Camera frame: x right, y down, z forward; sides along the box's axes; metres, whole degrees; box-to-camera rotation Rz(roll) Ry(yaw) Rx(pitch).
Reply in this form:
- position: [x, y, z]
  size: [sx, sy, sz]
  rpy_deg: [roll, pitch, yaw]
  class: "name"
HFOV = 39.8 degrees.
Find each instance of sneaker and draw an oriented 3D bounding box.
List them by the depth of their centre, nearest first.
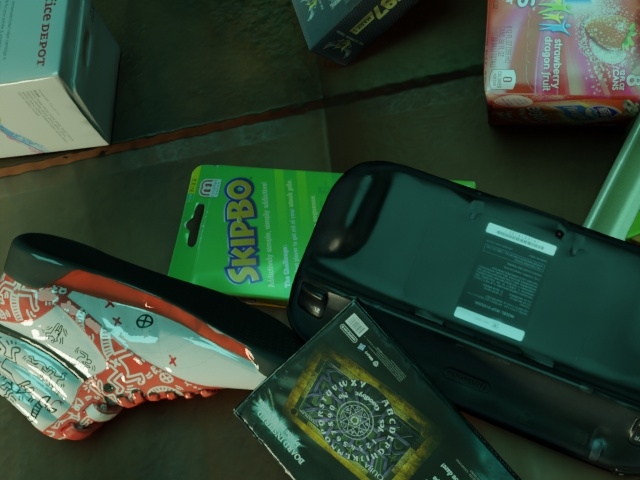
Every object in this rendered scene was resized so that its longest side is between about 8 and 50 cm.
- position: [-0.146, 0.105, 0.731]
  size: [0.270, 0.090, 0.145]
  rpy_deg: [21, 103, 2]
  class: "sneaker"

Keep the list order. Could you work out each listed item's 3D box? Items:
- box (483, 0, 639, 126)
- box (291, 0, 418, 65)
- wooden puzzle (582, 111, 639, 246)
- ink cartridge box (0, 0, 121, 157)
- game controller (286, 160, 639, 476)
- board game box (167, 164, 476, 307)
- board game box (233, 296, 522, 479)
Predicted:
- position: [0.209, -0.231, 0.752]
  size: [0.128, 0.122, 0.257]
  rpy_deg: [2, 86, 13]
  class: "box"
- position: [0.035, -0.316, 0.856]
  size: [0.183, 0.059, 0.233]
  rpy_deg: [-38, 57, 32]
  class: "box"
- position: [0.347, -0.037, 0.679]
  size: [0.238, 0.044, 0.221]
  rpy_deg: [25, 82, 30]
  class: "wooden puzzle"
- position: [-0.303, -0.167, 0.868]
  size: [0.176, 0.127, 0.128]
  rpy_deg: [-5, 64, 10]
  class: "ink cartridge box"
- position: [0.135, 0.052, 0.681]
  size: [0.319, 0.067, 0.167]
  rpy_deg: [21, 77, 14]
  class: "game controller"
- position: [0.000, 0.000, 0.775]
  size: [0.259, 0.039, 0.124]
  rpy_deg: [6, 69, 12]
  class: "board game box"
- position: [0.042, 0.152, 0.649]
  size: [0.126, 0.026, 0.186]
  rpy_deg: [-42, 85, 6]
  class: "board game box"
